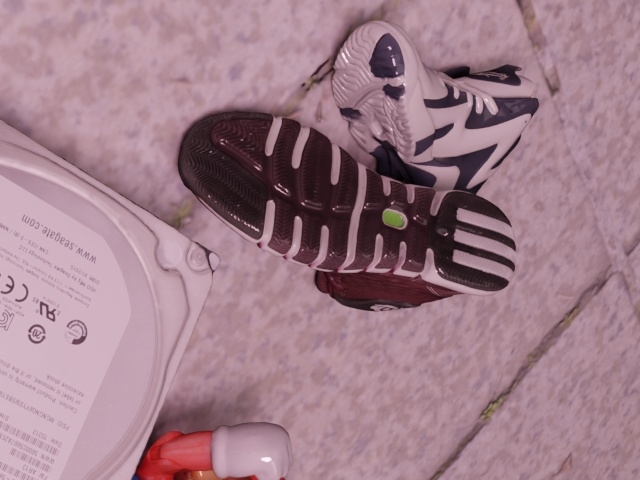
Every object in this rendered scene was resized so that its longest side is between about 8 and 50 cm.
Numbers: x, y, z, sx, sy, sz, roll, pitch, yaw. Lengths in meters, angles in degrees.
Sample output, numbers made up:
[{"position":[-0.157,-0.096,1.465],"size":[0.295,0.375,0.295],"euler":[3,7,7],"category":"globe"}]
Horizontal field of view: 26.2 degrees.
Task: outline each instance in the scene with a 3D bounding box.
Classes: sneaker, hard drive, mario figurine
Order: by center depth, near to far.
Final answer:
[{"position":[-0.219,0.106,0.836],"size":[0.237,0.064,0.339],"euler":[35,68,-32],"category":"hard drive"},{"position":[-0.132,0.223,1.013],"size":[0.321,0.198,0.170],"euler":[12,66,-41],"category":"mario figurine"},{"position":[0.000,0.000,1.087],"size":[0.281,0.162,0.106],"euler":[21,65,-18],"category":"sneaker"},{"position":[0.104,-0.120,1.121],"size":[0.153,0.094,0.235],"euler":[-45,136,-18],"category":"sneaker"}]
